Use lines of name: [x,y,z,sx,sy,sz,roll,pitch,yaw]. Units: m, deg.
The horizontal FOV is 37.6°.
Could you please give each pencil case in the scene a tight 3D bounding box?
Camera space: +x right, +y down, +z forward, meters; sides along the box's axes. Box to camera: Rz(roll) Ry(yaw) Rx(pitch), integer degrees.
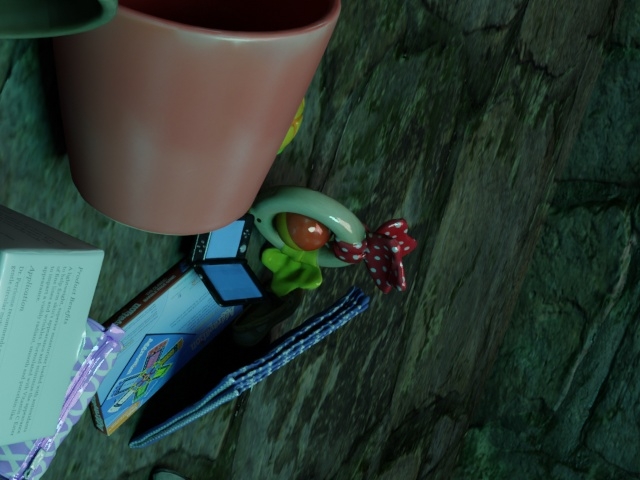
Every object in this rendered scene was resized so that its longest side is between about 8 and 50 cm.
pencil case: [-0.299,0.177,1.037,0.086,0.088,0.206,37,71,-30]

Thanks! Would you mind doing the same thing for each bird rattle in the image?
bird rattle: [0.000,0.000,1.312,0.207,0.254,0.143,41,67,-35]

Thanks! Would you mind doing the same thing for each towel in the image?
towel: [-0.094,0.175,1.334,0.243,0.040,0.336,-35,176,38]

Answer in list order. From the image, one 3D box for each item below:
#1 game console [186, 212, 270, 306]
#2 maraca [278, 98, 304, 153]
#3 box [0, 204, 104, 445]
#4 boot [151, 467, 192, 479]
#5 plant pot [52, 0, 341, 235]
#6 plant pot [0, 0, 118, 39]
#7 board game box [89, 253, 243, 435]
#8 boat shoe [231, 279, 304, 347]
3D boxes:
game console: [-0.111,0.023,1.235,0.122,0.071,0.107,-1,109,-61]
maraca: [-0.074,-0.198,1.181,0.127,0.099,0.185,0,83,-67]
box: [-0.312,0.064,0.829,0.119,0.182,0.180,4,105,-60]
boot: [-0.237,0.384,1.298,0.246,0.083,0.161,47,28,-35]
plant pot: [-0.139,-0.157,0.929,0.275,0.275,0.243,-36,150,-47]
plant pot: [-0.282,-0.285,0.553,0.323,0.323,0.280,-1,93,-61]
board game box: [-0.202,0.115,1.239,0.281,0.027,0.145,-43,142,-41]
boat shoe: [-0.079,0.097,1.425,0.153,0.056,0.048,-42,148,-30]
